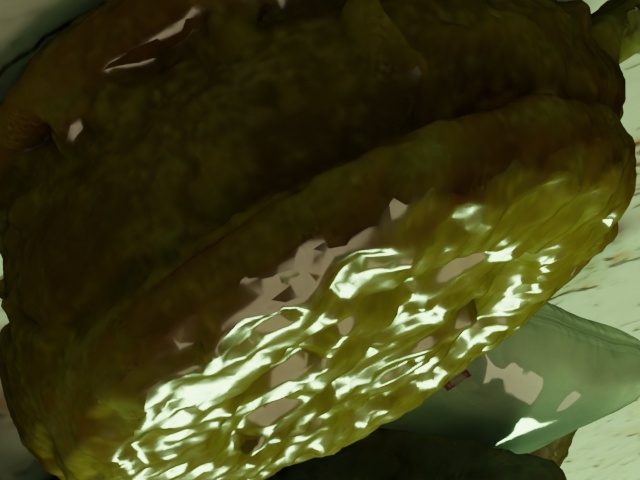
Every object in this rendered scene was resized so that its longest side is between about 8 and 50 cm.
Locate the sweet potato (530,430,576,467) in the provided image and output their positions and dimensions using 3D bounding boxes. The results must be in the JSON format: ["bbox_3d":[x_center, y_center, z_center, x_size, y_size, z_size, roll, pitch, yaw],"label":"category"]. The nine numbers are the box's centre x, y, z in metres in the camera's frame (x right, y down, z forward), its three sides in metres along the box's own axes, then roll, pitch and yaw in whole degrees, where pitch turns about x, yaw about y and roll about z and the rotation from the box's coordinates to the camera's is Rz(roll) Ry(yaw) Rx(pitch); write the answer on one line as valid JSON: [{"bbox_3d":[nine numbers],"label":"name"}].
[{"bbox_3d":[0.060,0.204,1.258,0.108,0.079,0.346,-22,165,-36],"label":"sweet potato"}]

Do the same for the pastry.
[{"bbox_3d":[0.000,0.000,0.659,0.240,0.132,0.235,-36,154,31],"label":"pastry"}]

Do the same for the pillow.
[{"bbox_3d":[0.054,0.108,1.022,0.144,0.078,0.254,15,139,-40],"label":"pillow"}]

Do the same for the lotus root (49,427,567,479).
[{"bbox_3d":[-0.009,0.198,0.935,0.314,0.210,0.142,-5,148,-6],"label":"lotus root"}]
